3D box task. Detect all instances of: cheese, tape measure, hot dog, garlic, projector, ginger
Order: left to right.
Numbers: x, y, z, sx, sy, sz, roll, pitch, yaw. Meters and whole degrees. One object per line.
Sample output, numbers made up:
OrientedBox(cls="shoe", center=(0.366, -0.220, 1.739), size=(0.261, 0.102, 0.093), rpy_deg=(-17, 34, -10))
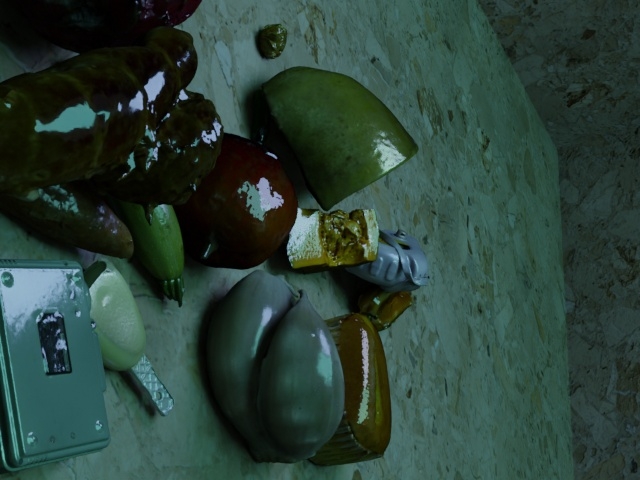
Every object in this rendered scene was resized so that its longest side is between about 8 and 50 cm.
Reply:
OrientedBox(cls="projector", center=(-0.363, 0.152, 1.296), size=(0.192, 0.099, 0.257), rpy_deg=(5, 71, -63))
OrientedBox(cls="ginger", center=(-0.283, -0.128, 1.332), size=(0.418, 0.176, 0.254), rpy_deg=(-28, 104, -51))
OrientedBox(cls="cheese", center=(-0.282, 0.156, 1.504), size=(0.252, 0.054, 0.127), rpy_deg=(60, 32, -26))
OrientedBox(cls="garlic", center=(-0.050, 0.183, 1.744), size=(0.246, 0.231, 0.340), rpy_deg=(39, 48, -45))
OrientedBox(cls="tape measure", center=(0.130, 0.034, 2.231), size=(0.236, 0.197, 0.120), rpy_deg=(-107, -143, -73))
OrientedBox(cls="hot dog", center=(0.148, 0.136, 2.324), size=(0.269, 0.072, 0.115), rpy_deg=(-25, 101, -67))

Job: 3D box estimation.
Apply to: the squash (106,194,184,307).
OrientedBox(cls="squash", center=(-0.273, -0.049, 1.596), size=(0.341, 0.094, 0.094), rpy_deg=(68, 27, -13))

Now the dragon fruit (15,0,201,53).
OrientedBox(cls="dragon fruit", center=(-0.311, -0.421, 1.497), size=(0.329, 0.329, 0.329), rpy_deg=(40, 42, -48))

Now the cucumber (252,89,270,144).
OrientedBox(cls="cucumber", center=(-0.116, -0.239, 2.068), size=(0.037, 0.037, 0.155), rpy_deg=(40, 41, -48))

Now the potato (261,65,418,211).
OrientedBox(cls="potato", center=(0.038, -0.250, 2.097), size=(0.280, 0.212, 0.330), rpy_deg=(57, 13, -7))

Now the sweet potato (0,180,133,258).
OrientedBox(cls="sweet potato", center=(-0.351, -0.045, 1.438), size=(0.251, 0.097, 0.097), rpy_deg=(39, 42, -45))

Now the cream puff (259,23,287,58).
OrientedBox(cls="cream puff", center=(-0.101, -0.421, 2.188), size=(0.058, 0.083, 0.083), rpy_deg=(18, 61, -6))

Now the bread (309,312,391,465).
OrientedBox(cls="bread", center=(0.048, 0.274, 1.963), size=(0.204, 0.156, 0.288), rpy_deg=(41, 40, -51))

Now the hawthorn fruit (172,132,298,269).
OrientedBox(cls="hawthorn fruit", center=(-0.146, -0.049, 1.721), size=(0.215, 0.215, 0.250), rpy_deg=(60, 28, -26))

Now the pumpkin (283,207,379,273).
OrientedBox(cls="pumpkin", center=(-0.006, 0.000, 2.072), size=(0.248, 0.126, 0.131), rpy_deg=(3, 84, -41))
